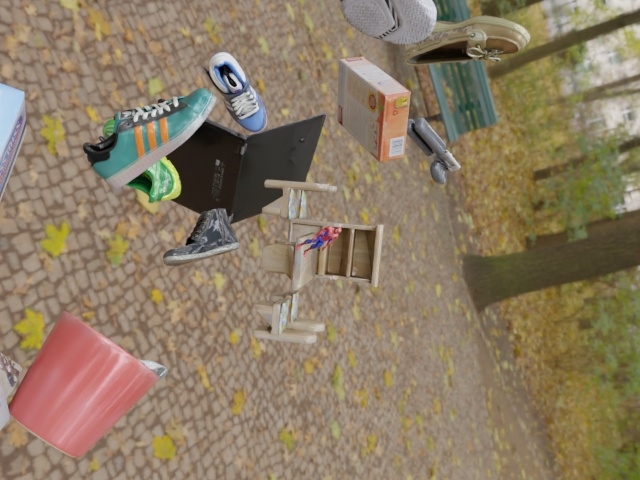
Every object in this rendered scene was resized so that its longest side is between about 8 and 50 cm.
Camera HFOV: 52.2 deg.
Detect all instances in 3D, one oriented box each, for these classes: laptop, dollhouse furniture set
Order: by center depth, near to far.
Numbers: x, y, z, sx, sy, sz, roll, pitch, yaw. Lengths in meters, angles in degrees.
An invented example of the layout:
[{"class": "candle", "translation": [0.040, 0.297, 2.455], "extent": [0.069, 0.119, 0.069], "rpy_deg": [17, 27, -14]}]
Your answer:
[{"class": "dollhouse furniture set", "translation": [0.013, 0.041, 1.633], "extent": [0.394, 0.256, 0.362], "rpy_deg": [-24, 119, -80]}, {"class": "laptop", "translation": [-0.250, -0.251, 1.929], "extent": [0.382, 0.408, 0.236], "rpy_deg": [111, 5, -50]}]

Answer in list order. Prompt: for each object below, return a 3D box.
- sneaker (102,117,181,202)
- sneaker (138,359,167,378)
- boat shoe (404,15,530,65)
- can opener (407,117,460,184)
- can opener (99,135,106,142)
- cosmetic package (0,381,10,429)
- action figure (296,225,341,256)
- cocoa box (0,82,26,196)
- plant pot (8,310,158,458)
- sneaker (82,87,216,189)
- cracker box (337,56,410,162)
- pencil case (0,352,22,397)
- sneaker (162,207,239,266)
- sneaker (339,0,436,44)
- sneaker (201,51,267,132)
[{"class": "sneaker", "translation": [-0.495, -0.218, 1.744], "extent": [0.295, 0.109, 0.123], "rpy_deg": [46, 51, 15]}, {"class": "sneaker", "translation": [-0.573, 0.412, 2.115], "extent": [0.152, 0.061, 0.054], "rpy_deg": [27, 88, -45]}, {"class": "boat shoe", "translation": [0.317, -0.425, 1.435], "extent": [0.104, 0.285, 0.089], "rpy_deg": [30, 77, -46]}, {"class": "can opener", "translation": [0.339, -0.269, 1.974], "extent": [0.280, 0.074, 0.093], "rpy_deg": [42, 58, -45]}, {"class": "can opener", "translation": [-0.689, -0.301, 2.266], "extent": [0.186, 0.059, 0.073], "rpy_deg": [39, 24, -17]}, {"class": "cosmetic package", "translation": [-0.822, 0.344, 1.230], "extent": [0.217, 0.385, 0.156], "rpy_deg": [-177, -105, -75]}, {"class": "action figure", "translation": [0.000, 0.000, 1.378], "extent": [0.038, 0.115, 0.030], "rpy_deg": [45, 35, -21]}, {"class": "cocoa box", "translation": [-0.704, -0.125, 1.183], "extent": [0.231, 0.228, 0.347], "rpy_deg": [19, 73, -20]}, {"class": "plant pot", "translation": [-0.548, 0.337, 1.484], "extent": [0.243, 0.275, 0.275], "rpy_deg": [-56, 135, -20]}, {"class": "sneaker", "translation": [-0.361, -0.237, 1.367], "extent": [0.121, 0.302, 0.108], "rpy_deg": [51, 5, -28]}, {"class": "cracker box", "translation": [0.113, -0.298, 1.461], "extent": [0.232, 0.067, 0.156], "rpy_deg": [-126, -150, -48]}, {"class": "pencil case", "translation": [-0.940, 0.285, 1.591], "extent": [0.410, 0.160, 0.183], "rpy_deg": [50, 55, -35]}, {"class": "sneaker", "translation": [-0.317, -0.009, 1.664], "extent": [0.222, 0.083, 0.118], "rpy_deg": [-16, 86, -46]}, {"class": "sneaker", "translation": [0.065, -0.511, 1.138], "extent": [0.366, 0.137, 0.210], "rpy_deg": [30, 57, -13]}, {"class": "sneaker", "translation": [-0.291, -0.506, 2.293], "extent": [0.323, 0.130, 0.236], "rpy_deg": [62, 4, -20]}]
